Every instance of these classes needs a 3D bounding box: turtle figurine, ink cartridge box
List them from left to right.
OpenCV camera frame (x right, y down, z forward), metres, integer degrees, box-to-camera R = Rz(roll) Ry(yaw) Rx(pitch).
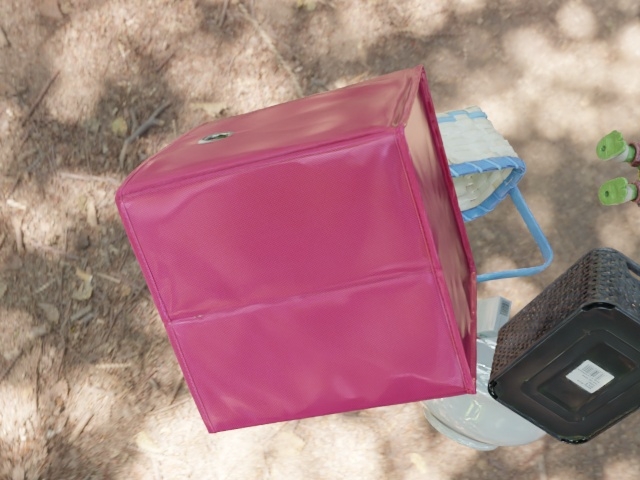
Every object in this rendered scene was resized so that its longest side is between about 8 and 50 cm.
[{"bbox_3d":[0.279,0.136,1.380,0.029,0.115,0.062,23,70,-20],"label":"ink cartridge box"},{"bbox_3d":[0.672,-0.128,1.501,0.266,0.274,0.197,3,114,-25],"label":"turtle figurine"}]

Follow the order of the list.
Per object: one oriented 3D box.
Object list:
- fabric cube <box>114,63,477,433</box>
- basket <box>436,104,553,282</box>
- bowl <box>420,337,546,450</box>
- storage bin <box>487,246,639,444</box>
[{"bbox_3d":[0.000,0.000,0.787,0.254,0.258,0.259,-63,138,-64],"label":"fabric cube"},{"bbox_3d":[0.215,-0.061,1.282,0.255,0.201,0.289,-8,61,-19],"label":"basket"},{"bbox_3d":[0.262,0.254,1.333,0.298,0.298,0.134,17,106,-15],"label":"bowl"},{"bbox_3d":[0.265,0.109,0.793,0.122,0.180,0.084,33,42,-5],"label":"storage bin"}]
